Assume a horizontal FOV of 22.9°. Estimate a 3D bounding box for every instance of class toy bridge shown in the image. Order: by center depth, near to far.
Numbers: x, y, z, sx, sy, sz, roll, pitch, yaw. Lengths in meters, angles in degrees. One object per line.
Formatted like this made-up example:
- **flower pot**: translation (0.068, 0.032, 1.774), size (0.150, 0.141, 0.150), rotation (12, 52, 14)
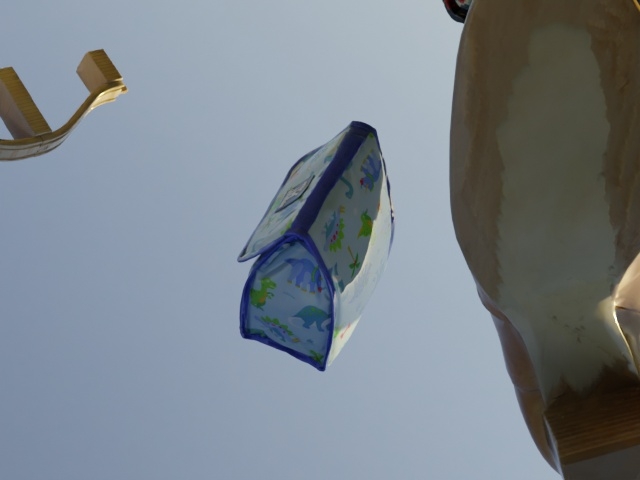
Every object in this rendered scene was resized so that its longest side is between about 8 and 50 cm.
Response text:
- **toy bridge**: translation (-0.205, -0.087, 1.079), size (0.188, 0.026, 0.063), rotation (-19, -112, -42)

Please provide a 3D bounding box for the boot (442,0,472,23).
- **boot**: translation (0.178, -0.139, 1.137), size (0.178, 0.085, 0.236), rotation (2, -107, -25)

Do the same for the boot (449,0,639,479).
- **boot**: translation (0.116, -0.014, 0.790), size (0.104, 0.295, 0.211), rotation (-11, -162, 4)

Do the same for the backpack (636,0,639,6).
- **backpack**: translation (0.301, -0.185, 1.052), size (0.173, 0.158, 0.117), rotation (-16, -94, -56)

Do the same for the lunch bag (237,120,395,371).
- **lunch bag**: translation (0.000, 0.000, 1.197), size (0.096, 0.151, 0.129), rotation (22, -128, 9)
